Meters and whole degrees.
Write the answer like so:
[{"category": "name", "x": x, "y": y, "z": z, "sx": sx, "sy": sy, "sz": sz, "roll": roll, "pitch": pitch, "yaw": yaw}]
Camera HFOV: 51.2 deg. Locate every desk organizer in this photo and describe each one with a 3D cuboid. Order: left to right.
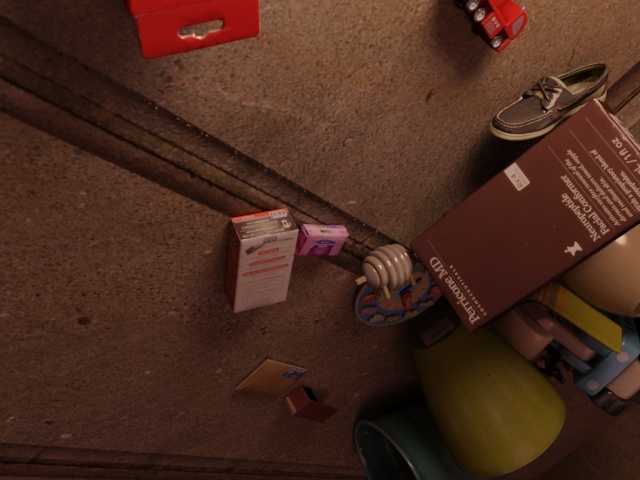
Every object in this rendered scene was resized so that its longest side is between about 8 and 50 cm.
[{"category": "desk organizer", "x": -0.018, "y": 0.361, "z": 1.472, "sx": 0.050, "sy": 0.047, "sz": 0.130, "roll": -42, "pitch": 142, "yaw": 10}]

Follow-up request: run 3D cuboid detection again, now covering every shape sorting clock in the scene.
[{"category": "shape sorting clock", "x": 0.162, "y": 0.100, "z": 1.303, "sx": 0.206, "sy": 0.040, "sz": 0.206, "roll": -19, "pitch": 141, "yaw": -16}]

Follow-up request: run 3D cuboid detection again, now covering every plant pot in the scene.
[{"category": "plant pot", "x": 0.315, "y": 0.530, "z": 1.692, "sx": 0.334, "sy": 0.341, "sz": 0.341, "roll": -25, "pitch": 144, "yaw": -22}, {"category": "plant pot", "x": 0.328, "y": 0.298, "z": 1.436, "sx": 0.275, "sy": 0.275, "sz": 0.293, "roll": -35, "pitch": 103, "yaw": 4}, {"category": "plant pot", "x": 0.692, "y": 0.060, "z": 1.503, "sx": 0.284, "sy": 0.191, "sz": 0.284, "roll": -20, "pitch": 142, "yaw": -16}]

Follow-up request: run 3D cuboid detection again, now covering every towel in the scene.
[{"category": "towel", "x": 0.559, "y": 0.157, "z": 1.477, "sx": 0.021, "sy": 0.237, "sz": 0.102, "roll": -59, "pitch": 174, "yaw": 38}]

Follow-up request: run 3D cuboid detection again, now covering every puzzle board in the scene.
[{"category": "puzzle board", "x": -0.098, "y": 0.280, "z": 1.353, "sx": 0.096, "sy": 0.011, "sz": 0.128, "roll": -45, "pitch": 142, "yaw": 15}]

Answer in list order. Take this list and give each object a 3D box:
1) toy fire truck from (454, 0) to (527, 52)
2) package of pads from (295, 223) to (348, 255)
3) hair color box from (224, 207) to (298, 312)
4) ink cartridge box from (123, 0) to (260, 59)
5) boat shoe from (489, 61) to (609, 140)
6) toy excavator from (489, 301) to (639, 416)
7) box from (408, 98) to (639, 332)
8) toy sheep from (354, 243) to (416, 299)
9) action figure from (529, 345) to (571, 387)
[{"category": "toy fire truck", "x": 0.230, "y": -0.339, "z": 0.840, "sx": 0.135, "sy": 0.047, "sz": 0.192, "roll": -43, "pitch": 142, "yaw": 13}, {"category": "package of pads", "x": 0.000, "y": 0.000, "z": 1.081, "sx": 0.083, "sy": 0.032, "sz": 0.050, "roll": 0, "pitch": 132, "yaw": -35}, {"category": "hair color box", "x": -0.095, "y": 0.033, "z": 1.037, "sx": 0.093, "sy": 0.053, "sz": 0.167, "roll": -11, "pitch": 140, "yaw": -23}, {"category": "ink cartridge box", "x": -0.130, "y": -0.295, "z": 0.613, "sx": 0.134, "sy": 0.078, "sz": 0.231, "roll": -17, "pitch": 141, "yaw": -17}, {"category": "boat shoe", "x": 0.359, "y": -0.223, "z": 1.044, "sx": 0.224, "sy": 0.080, "sz": 0.073, "roll": -23, "pitch": 137, "yaw": -19}, {"category": "toy excavator", "x": 0.633, "y": 0.237, "z": 1.665, "sx": 0.222, "sy": 0.445, "sz": 0.433, "roll": -57, "pitch": 177, "yaw": 29}, {"category": "box", "x": 0.356, "y": -0.033, "z": 1.095, "sx": 0.381, "sy": 0.191, "sz": 0.143, "roll": -42, "pitch": 162, "yaw": 28}, {"category": "toy sheep", "x": 0.116, "y": 0.053, "z": 1.178, "sx": 0.132, "sy": 0.091, "sz": 0.091, "roll": -24, "pitch": 145, "yaw": -31}, {"category": "action figure", "x": 0.574, "y": 0.393, "z": 1.848, "sx": 0.276, "sy": 0.141, "sz": 0.164, "roll": -17, "pitch": 143, "yaw": -24}]
